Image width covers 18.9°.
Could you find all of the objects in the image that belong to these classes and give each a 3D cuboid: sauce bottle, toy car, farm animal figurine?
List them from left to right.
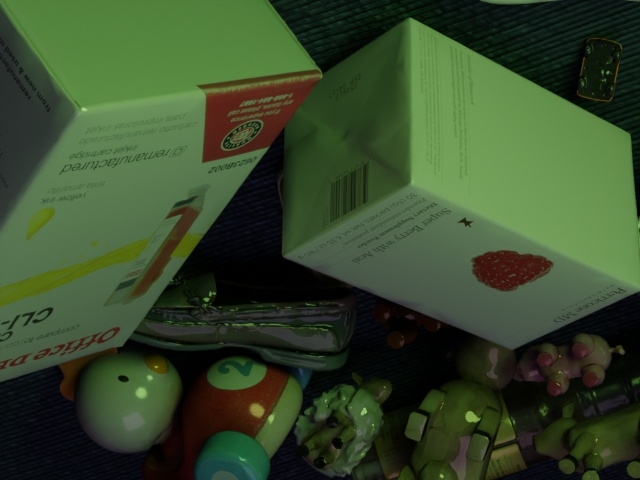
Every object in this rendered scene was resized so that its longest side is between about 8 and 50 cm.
[{"bbox_3d":[-0.160,0.164,1.963,0.238,0.219,0.210,34,125,-7],"label":"toy car"},{"bbox_3d":[0.179,0.182,2.002,0.330,0.172,0.327,37,111,7],"label":"farm animal figurine"},{"bbox_3d":[0.202,0.208,2.135,0.344,0.111,0.111,-17,139,6],"label":"sauce bottle"},{"bbox_3d":[0.226,-0.156,1.802,0.122,0.060,0.040,-6,-174,16],"label":"toy car"}]

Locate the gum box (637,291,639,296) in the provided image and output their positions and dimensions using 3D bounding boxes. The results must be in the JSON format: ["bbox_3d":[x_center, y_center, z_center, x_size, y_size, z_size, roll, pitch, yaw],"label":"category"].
[{"bbox_3d":[0.401,-0.031,1.913,0.157,0.041,0.184,-5,127,-31],"label":"gum box"}]

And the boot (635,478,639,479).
[{"bbox_3d":[0.425,0.222,2.121,0.094,0.207,0.246,5,157,29],"label":"boot"}]

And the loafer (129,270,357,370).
[{"bbox_3d":[-0.094,0.060,1.904,0.267,0.096,0.084,10,118,-12],"label":"loafer"}]

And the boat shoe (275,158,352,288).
[{"bbox_3d":[0.000,0.000,1.874,0.068,0.072,0.190,-20,139,8],"label":"boat shoe"}]

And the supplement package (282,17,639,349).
[{"bbox_3d":[0.131,-0.043,1.756,0.293,0.175,0.177,22,144,-34],"label":"supplement package"}]

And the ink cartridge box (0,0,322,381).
[{"bbox_3d":[-0.220,-0.051,1.614,0.279,0.160,0.384,-14,151,-47],"label":"ink cartridge box"}]

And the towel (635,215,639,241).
[{"bbox_3d":[0.438,0.060,1.777,0.235,0.283,0.121,23,108,-45],"label":"towel"}]

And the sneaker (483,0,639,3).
[{"bbox_3d":[0.260,-0.284,1.585,0.292,0.108,0.169,-9,149,-4],"label":"sneaker"}]
